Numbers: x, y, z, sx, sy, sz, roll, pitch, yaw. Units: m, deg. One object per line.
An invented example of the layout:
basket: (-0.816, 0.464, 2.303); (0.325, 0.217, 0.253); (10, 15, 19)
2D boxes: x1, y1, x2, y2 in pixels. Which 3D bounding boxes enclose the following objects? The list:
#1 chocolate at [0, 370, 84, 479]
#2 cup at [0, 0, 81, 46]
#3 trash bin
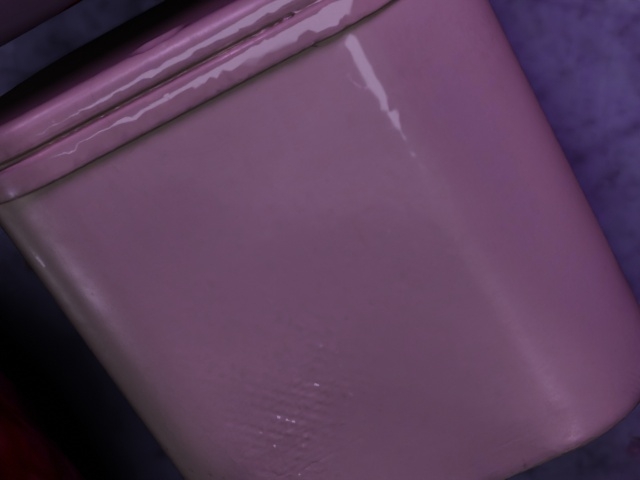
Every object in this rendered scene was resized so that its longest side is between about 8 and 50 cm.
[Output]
chocolate: (-0.254, 0.209, 0.662); (0.331, 0.383, 0.383); (9, 111, -5)
cup: (-0.054, -0.204, 0.577); (0.288, 0.203, 0.203); (-23, 107, 7)
trash bin: (0.000, 0.000, 0.675); (0.243, 0.121, 0.247); (-27, 109, 15)
